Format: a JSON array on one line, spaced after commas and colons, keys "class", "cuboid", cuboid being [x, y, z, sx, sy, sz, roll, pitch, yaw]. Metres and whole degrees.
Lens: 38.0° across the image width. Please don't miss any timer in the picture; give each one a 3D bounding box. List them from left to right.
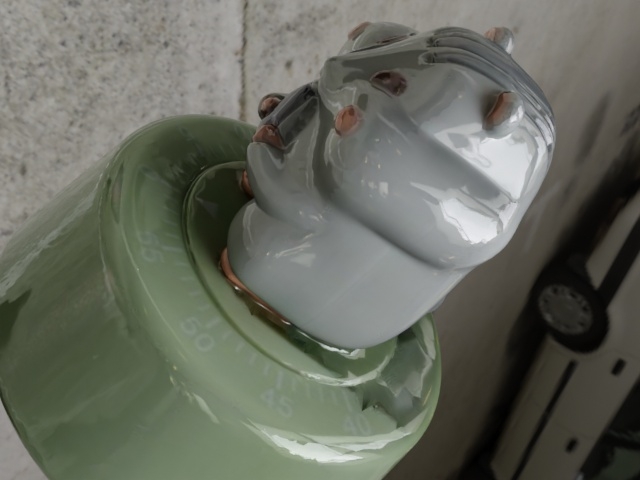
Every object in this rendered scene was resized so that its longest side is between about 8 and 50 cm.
[{"class": "timer", "cuboid": [0.000, 0.000, 0.552, 0.315, 0.291, 0.290, -44, 169, 33]}]
